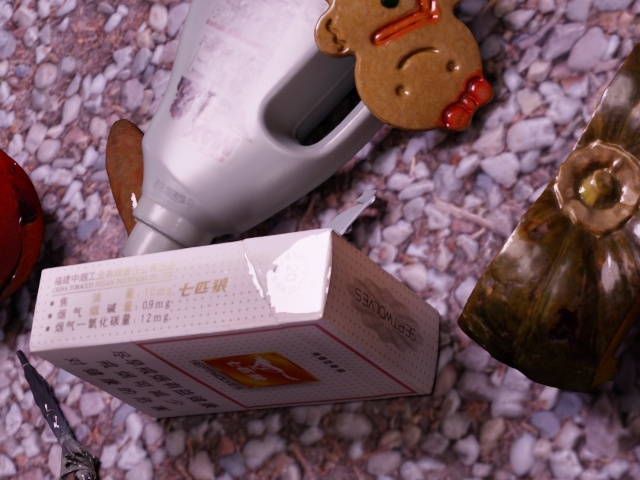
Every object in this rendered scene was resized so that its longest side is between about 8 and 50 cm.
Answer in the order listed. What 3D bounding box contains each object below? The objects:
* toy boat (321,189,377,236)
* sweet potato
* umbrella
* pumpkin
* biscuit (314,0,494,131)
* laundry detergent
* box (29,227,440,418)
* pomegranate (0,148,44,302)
[{"bbox_3d":[-0.008,0.005,1.858,0.105,0.034,0.149,-9,47,56],"label":"toy boat"},{"bbox_3d":[-0.196,-0.039,2.003,0.078,0.058,0.255,-34,53,35],"label":"sweet potato"},{"bbox_3d":[-0.276,0.201,1.942,0.044,0.044,0.269,-28,47,-16],"label":"umbrella"},{"bbox_3d":[0.253,-0.019,1.613,0.139,0.222,0.317,29,85,12],"label":"pumpkin"},{"bbox_3d":[0.079,-0.204,1.823,0.166,0.036,0.225,-23,93,-9],"label":"biscuit"},{"bbox_3d":[-0.063,-0.132,1.914,0.264,0.125,0.398,29,86,25],"label":"laundry detergent"},{"bbox_3d":[-0.079,0.086,1.759,0.330,0.210,0.095,-7,64,31],"label":"box"},{"bbox_3d":[-0.412,-0.006,2.037,0.210,0.210,0.235,38,122,40],"label":"pomegranate"}]
